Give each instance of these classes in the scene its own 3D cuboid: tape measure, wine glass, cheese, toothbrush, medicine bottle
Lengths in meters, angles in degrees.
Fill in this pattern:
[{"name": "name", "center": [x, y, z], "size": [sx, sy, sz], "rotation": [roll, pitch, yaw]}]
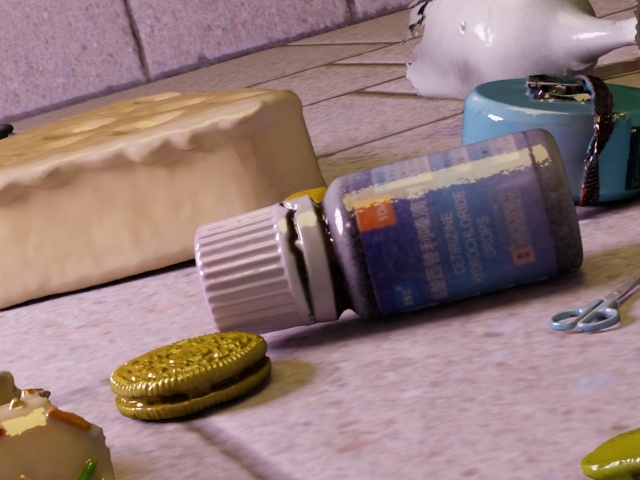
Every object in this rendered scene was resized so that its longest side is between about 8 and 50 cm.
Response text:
[{"name": "tape measure", "center": [0.153, -0.065, 1.051], "size": [0.125, 0.081, 0.146], "rotation": [4, 16, 3]}, {"name": "wine glass", "center": [0.207, -0.175, 1.382], "size": [0.143, 0.143, 0.321], "rotation": [-22, 13, -32]}, {"name": "cheese", "center": [-0.149, -0.042, 1.270], "size": [0.384, 0.104, 0.384], "rotation": [-15, 11, 3]}, {"name": "toothbrush", "center": [0.345, -0.174, 1.515], "size": [0.194, 0.014, 0.017], "rotation": [-11, 12, 16]}, {"name": "medicine bottle", "center": [0.036, 0.000, 0.887], "size": [0.203, 0.083, 0.083], "rotation": [-14, 11, 6]}]

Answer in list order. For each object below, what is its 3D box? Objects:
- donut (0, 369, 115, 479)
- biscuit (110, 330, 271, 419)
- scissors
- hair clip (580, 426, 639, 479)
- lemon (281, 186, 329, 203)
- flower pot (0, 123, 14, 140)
[{"name": "donut", "center": [-0.157, 0.097, 0.704], "size": [0.108, 0.065, 0.166], "rotation": [-19, 12, -18]}, {"name": "biscuit", "center": [-0.066, 0.068, 0.836], "size": [0.084, 0.023, 0.084], "rotation": [-14, 10, 2]}, {"name": "scissors", "center": [0.143, 0.029, 0.805], "size": [0.036, 0.006, 0.083], "rotation": [-3, 16, 38]}, {"name": "hair clip", "center": [0.174, 0.063, 0.538], "size": [0.188, 0.033, 0.060], "rotation": [-7, 13, 32]}, {"name": "lemon", "center": [0.000, 0.000, 0.981], "size": [0.065, 0.065, 0.092], "rotation": [-10, 3, 24]}, {"name": "flower pot", "center": [-0.333, -0.033, 1.451], "size": [0.157, 0.107, 0.157], "rotation": [-17, 11, 4]}]
